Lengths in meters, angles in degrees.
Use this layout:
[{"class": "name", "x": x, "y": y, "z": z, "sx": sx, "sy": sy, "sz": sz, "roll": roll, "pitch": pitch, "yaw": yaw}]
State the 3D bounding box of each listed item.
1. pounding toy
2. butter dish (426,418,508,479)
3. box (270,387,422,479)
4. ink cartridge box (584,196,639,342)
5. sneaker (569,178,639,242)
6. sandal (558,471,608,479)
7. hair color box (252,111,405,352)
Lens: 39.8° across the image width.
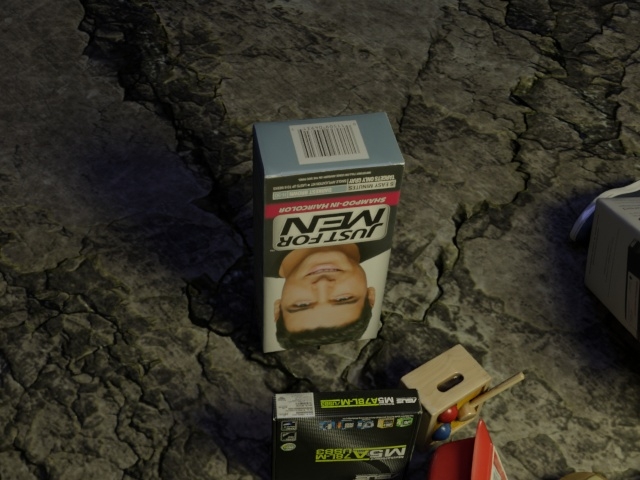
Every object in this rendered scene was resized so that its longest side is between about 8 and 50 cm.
[{"class": "pounding toy", "x": 0.192, "y": 0.223, "z": 1.250, "sx": 0.141, "sy": 0.130, "sz": 0.100, "roll": -26, "pitch": 55, "yaw": -24}, {"class": "butter dish", "x": 0.177, "y": 0.337, "z": 1.157, "sx": 0.118, "sy": 0.160, "sz": 0.160, "roll": -5, "pitch": 45, "yaw": 23}, {"class": "box", "x": 0.029, "y": 0.263, "z": 1.169, "sx": 0.190, "sy": 0.184, "sz": 0.045, "roll": -1, "pitch": 46, "yaw": -6}, {"class": "ink cartridge box", "x": 0.599, "y": 0.067, "z": 1.287, "sx": 0.285, "sy": 0.166, "sz": 0.395, "roll": -1, "pitch": 20, "yaw": -5}, {"class": "sneaker", "x": 0.556, "y": -0.019, "z": 1.520, "sx": 0.226, "sy": 0.086, "sz": 0.163, "roll": -23, "pitch": 51, "yaw": -24}, {"class": "sandal", "x": 0.320, "y": 0.382, "z": 1.178, "sx": 0.072, "sy": 0.049, "sz": 0.180, "roll": 33, "pitch": 69, "yaw": 30}, {"class": "hair color box", "x": 0.000, "y": 0.000, "z": 1.272, "sx": 0.185, "sy": 0.374, "sz": 0.113, "roll": -6, "pitch": 49, "yaw": -9}]
